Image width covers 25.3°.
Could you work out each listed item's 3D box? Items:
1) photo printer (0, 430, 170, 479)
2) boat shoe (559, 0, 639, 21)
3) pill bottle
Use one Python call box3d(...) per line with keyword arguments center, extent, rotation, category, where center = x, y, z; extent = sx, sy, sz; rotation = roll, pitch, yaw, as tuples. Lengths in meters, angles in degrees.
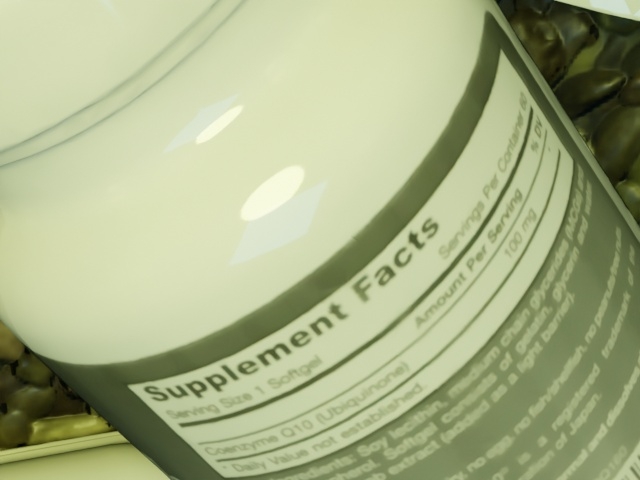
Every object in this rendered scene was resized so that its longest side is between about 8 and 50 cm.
box3d(center=(-0.164, 0.224, 0.694), extent=(0.307, 0.107, 0.256), rotation=(-10, 118, -9), category="photo printer")
box3d(center=(0.100, -0.140, 0.591), extent=(0.219, 0.078, 0.070), rotation=(10, 114, -16), category="boat shoe")
box3d(center=(0.000, 0.000, 0.544), extent=(0.210, 0.210, 0.363), rotation=(-36, 124, 6), category="pill bottle")
